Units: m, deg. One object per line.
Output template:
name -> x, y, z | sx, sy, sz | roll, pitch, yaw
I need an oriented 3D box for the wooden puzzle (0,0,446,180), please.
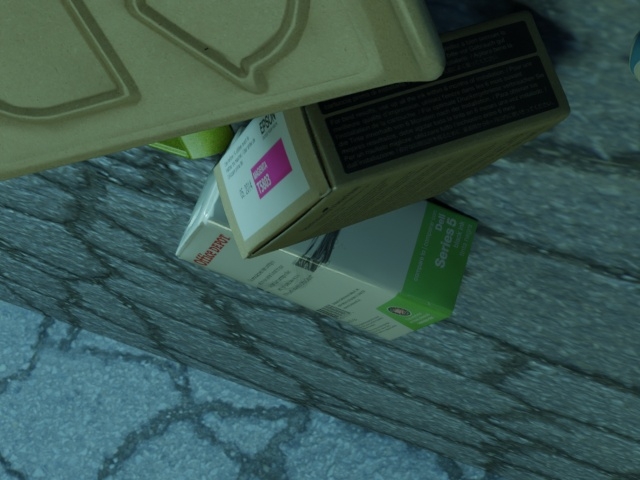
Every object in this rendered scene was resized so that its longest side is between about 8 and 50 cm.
wooden puzzle -> -0.138, -0.192, 0.571 | 0.348, 0.080, 0.322 | -8, 131, 27

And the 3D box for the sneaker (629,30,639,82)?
sneaker -> 0.292, -0.071, 0.721 | 0.229, 0.087, 0.092 | 43, 161, -31

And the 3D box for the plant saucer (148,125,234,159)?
plant saucer -> -0.196, -0.148, 1.134 | 0.188, 0.045, 0.188 | 18, 162, 15

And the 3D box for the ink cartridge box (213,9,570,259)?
ink cartridge box -> 0.042, -0.073, 0.829 | 0.193, 0.088, 0.235 | -18, 175, -21

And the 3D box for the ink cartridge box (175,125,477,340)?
ink cartridge box -> 0.000, 0.000, 1.188 | 0.273, 0.114, 0.198 | 22, 163, -11
